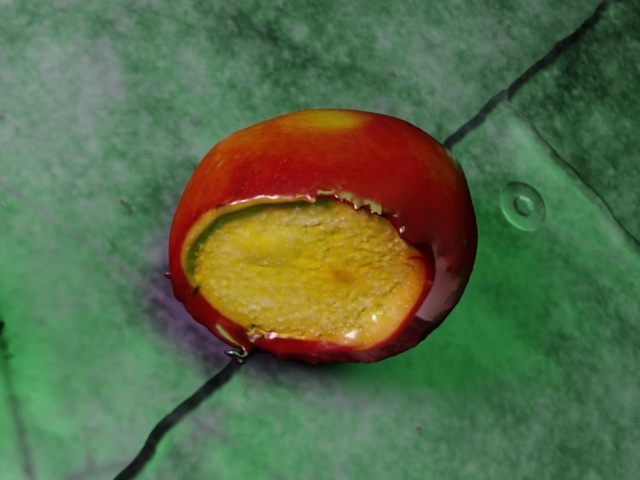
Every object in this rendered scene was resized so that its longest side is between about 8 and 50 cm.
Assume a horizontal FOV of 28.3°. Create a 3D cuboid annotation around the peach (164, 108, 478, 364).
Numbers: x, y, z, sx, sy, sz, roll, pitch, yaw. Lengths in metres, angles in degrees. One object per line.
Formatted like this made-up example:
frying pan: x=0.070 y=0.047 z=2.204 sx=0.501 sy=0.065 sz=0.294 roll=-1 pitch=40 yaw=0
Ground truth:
peach: x=0.000 y=0.000 z=0.928 sx=0.226 sy=0.190 sz=0.196 roll=-20 pitch=88 yaw=-38
